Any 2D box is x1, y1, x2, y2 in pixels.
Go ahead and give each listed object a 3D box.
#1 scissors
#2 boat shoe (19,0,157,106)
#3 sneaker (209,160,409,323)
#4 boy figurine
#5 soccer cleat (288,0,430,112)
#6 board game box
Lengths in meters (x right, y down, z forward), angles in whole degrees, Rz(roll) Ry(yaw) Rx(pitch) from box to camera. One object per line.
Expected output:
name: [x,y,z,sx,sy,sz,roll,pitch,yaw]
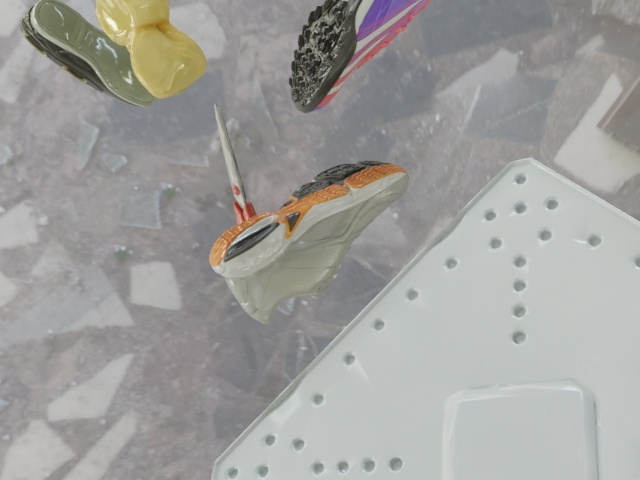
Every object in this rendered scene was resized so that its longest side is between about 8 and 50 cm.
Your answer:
scissors: [-0.127,-0.061,1.341,0.021,0.109,0.297,-32,106,-33]
boat shoe: [-0.349,-0.278,1.342,0.069,0.228,0.081,-11,51,45]
sneaker: [0.000,0.000,1.061,0.262,0.099,0.121,-30,115,-12]
boy figurine: [-0.230,-0.316,1.094,0.092,0.177,0.285,-23,83,-37]
soccer cleat: [0.072,-0.279,1.057,0.318,0.116,0.108,-58,39,26]
board game box: [0.150,0.165,0.637,0.390,0.050,0.390,-46,45,-2]
